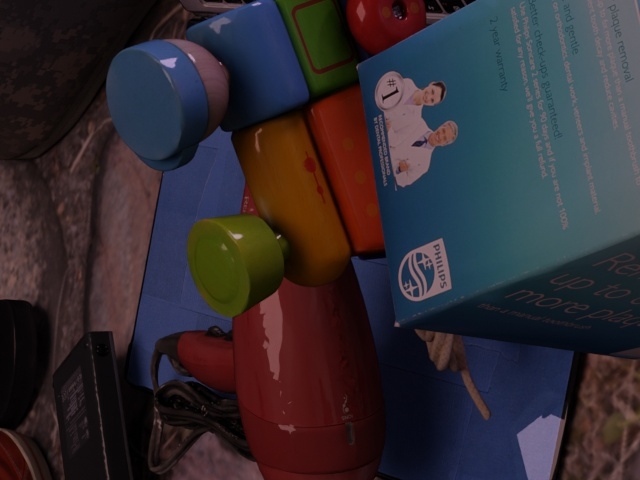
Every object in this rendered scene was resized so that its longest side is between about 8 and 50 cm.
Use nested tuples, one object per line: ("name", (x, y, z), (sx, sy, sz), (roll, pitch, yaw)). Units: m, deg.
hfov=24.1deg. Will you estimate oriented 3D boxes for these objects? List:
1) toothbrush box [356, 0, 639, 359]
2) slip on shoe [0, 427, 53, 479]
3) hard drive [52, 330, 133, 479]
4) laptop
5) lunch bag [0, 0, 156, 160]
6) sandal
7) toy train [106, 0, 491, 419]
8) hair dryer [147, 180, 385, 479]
("toothbrush box", (0.197, -0.052, 0.602), (0.295, 0.216, 0.126), (-25, 65, 39))
("slip on shoe", (-0.216, 0.274, 1.045), (0.123, 0.101, 0.331), (-46, 54, 28))
("hard drive", (-0.159, 0.143, 1.049), (0.094, 0.022, 0.135), (-45, 51, 54))
("laptop", (-0.043, -0.089, 0.851), (0.382, 0.408, 0.236), (11, 57, 46))
("lunch bag", (-0.266, -0.184, 1.090), (0.287, 0.235, 0.169), (-50, 55, 27))
("sandal", (-0.305, 0.131, 1.197), (0.254, 0.054, 0.097), (-38, 57, 35))
("toy train", (0.000, 0.000, 0.718), (0.105, 0.143, 0.248), (-10, 102, 52))
("hair dryer", (-0.048, 0.077, 0.865), (0.223, 0.080, 0.293), (46, 132, 34))
